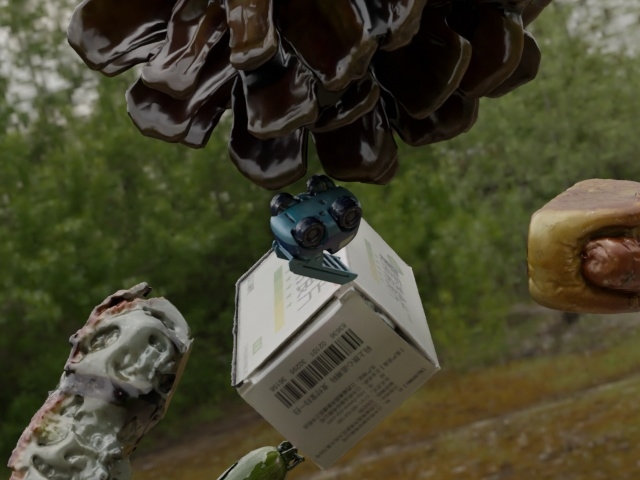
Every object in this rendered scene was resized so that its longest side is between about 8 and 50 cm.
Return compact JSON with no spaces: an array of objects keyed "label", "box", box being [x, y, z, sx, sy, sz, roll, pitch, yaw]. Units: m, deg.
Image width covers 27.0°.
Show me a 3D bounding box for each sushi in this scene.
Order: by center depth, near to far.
[{"label":"sushi","box":[-0.225,0.182,1.386,0.130,0.332,0.124,24,-30,8]}]

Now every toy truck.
[{"label":"toy truck","box":[0.000,0.000,1.067,0.073,0.090,0.056,-27,45,-18]}]

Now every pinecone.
[{"label":"pinecone","box":[-0.025,-0.224,1.030,0.397,0.398,0.398,-16,-1,0]}]

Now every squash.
[{"label":"squash","box":[-0.130,0.361,1.661,0.071,0.318,0.080,32,5,-27]}]

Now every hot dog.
[{"label":"hot dog","box":[0.348,0.003,1.592,0.153,0.150,0.256,6,15,24]}]

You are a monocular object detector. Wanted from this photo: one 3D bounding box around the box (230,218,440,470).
[{"label":"box","box":[0.010,0.092,1.493,0.173,0.145,0.333,-44,15,11]}]
